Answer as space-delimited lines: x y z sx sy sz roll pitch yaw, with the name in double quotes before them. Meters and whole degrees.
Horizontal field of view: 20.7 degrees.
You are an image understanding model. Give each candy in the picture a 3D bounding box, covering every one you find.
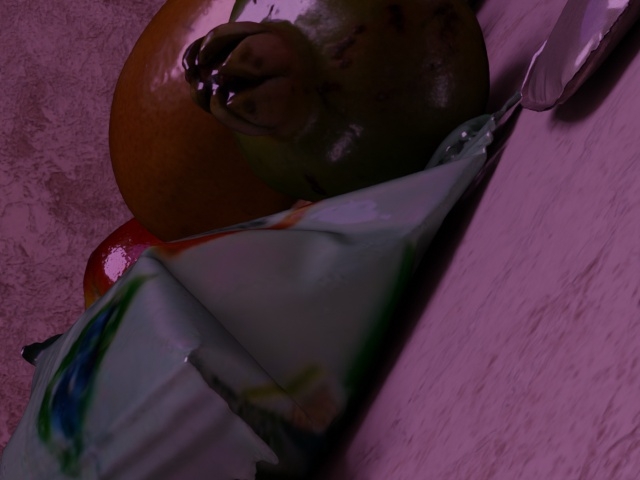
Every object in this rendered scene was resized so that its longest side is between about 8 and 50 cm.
"candy" -0.028 0.058 1.105 0.263 0.172 0.398 -36 -1 44

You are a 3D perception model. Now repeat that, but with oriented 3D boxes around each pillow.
"pillow" 0.185 -0.169 0.989 0.232 0.038 0.130 -57 9 5

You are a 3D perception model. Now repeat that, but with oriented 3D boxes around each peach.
"peach" -0.145 0.057 1.962 0.196 0.226 0.190 44 139 50

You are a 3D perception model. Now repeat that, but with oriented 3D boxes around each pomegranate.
"pomegranate" 0.023 -0.129 1.236 0.159 0.241 0.190 1 67 41

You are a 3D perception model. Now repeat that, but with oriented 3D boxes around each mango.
"mango" -0.052 -0.144 1.613 0.378 0.221 0.264 -43 43 42

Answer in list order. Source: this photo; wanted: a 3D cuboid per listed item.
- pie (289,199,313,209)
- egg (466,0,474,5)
"pie" 0.003 0.002 1.455 0.185 0.052 0.218 -47 13 32
"egg" 0.062 -0.282 1.751 0.203 0.203 0.245 -58 0 -17
